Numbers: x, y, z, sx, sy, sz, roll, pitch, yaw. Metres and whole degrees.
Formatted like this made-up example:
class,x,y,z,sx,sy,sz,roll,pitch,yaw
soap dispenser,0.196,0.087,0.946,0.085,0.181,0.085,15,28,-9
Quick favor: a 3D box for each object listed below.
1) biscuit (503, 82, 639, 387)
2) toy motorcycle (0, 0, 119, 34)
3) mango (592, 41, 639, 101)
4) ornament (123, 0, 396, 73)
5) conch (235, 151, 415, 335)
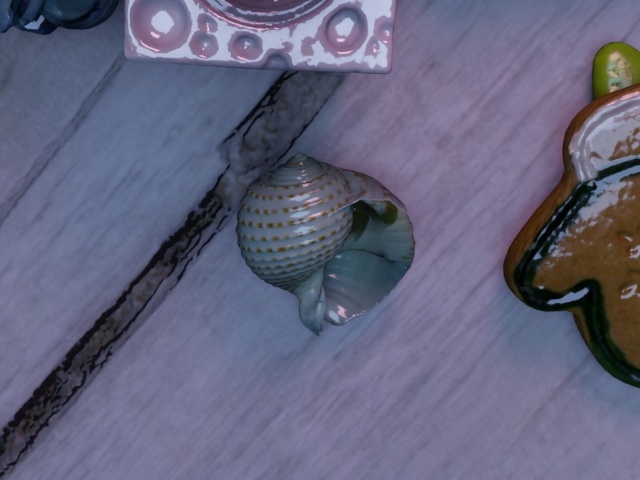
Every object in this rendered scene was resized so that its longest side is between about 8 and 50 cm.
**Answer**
class,x,y,z,sx,sy,sz,roll,pitch,yaw
biscuit,0.333,0.004,1.340,0.287,0.057,0.343,-8,110,-1
toy motorcycle,-0.281,-0.329,1.244,0.206,0.154,0.260,5,98,16
mango,0.316,-0.154,1.348,0.073,0.056,0.108,-22,99,1
ornament,-0.063,-0.285,1.223,0.239,0.240,0.239,2,99,-9
conch,-0.005,-0.009,1.339,0.172,0.131,0.200,-18,141,-19
